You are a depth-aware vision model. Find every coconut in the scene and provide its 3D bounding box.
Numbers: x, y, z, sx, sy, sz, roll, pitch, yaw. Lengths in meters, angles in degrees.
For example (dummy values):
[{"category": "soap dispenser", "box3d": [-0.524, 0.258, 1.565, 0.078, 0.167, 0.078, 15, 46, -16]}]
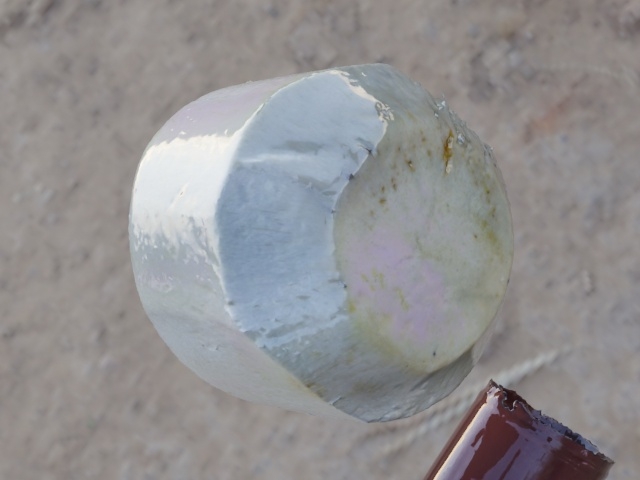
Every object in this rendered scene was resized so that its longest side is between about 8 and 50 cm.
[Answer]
[{"category": "coconut", "box3d": [-0.003, -0.001, 1.134, 0.241, 0.241, 0.241, -17, 55, 26]}]

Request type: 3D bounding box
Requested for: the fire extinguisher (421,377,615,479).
[{"category": "fire extinguisher", "box3d": [0.063, 0.259, 1.220, 0.106, 0.147, 0.337, 32, 91, 10]}]
